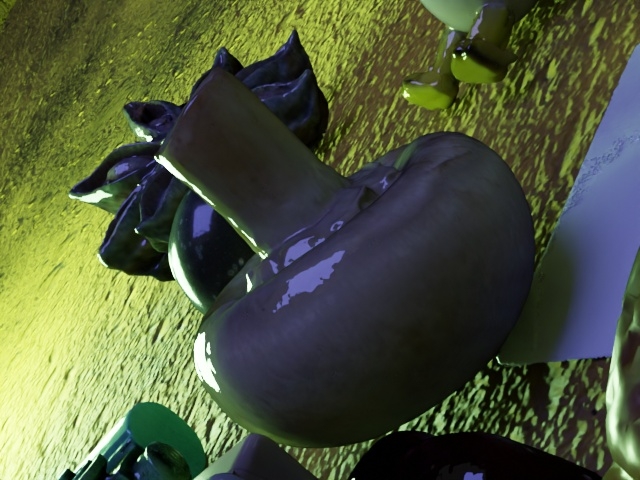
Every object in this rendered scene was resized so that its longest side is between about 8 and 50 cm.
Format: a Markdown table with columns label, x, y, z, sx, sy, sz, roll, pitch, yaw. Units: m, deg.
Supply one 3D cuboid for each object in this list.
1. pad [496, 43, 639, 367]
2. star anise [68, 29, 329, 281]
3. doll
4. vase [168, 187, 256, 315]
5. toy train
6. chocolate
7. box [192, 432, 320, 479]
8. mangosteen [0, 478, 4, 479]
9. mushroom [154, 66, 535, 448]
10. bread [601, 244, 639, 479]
| label | x | y | z | sx | sy | sz | roll | pitch | yaw |
| --- | --- | --- | --- | --- | --- | --- | --- | --- | --- |
| pad | 0.180 | -0.035 | 0.841 | 0.156 | 0.004 | 0.232 | -14 | 44 | 60 |
| star anise | -0.089 | -0.060 | 1.309 | 0.236 | 0.109 | 0.223 | -33 | 33 | 8 |
| doll | 0.153 | -0.264 | 1.120 | 0.365 | 0.094 | 0.160 | -61 | 14 | -19 |
| vase | -0.018 | -0.002 | 1.076 | 0.183 | 0.120 | 0.120 | -11 | 46 | 42 |
| toy train | -0.170 | 0.216 | 1.098 | 0.248 | 0.101 | 0.159 | -47 | 7 | 19 |
| chocolate | 0.051 | 0.140 | 0.746 | 0.125 | 0.080 | 0.149 | -60 | 23 | -16 |
| box | -0.025 | 0.164 | 0.825 | 0.089 | 0.122 | 0.062 | -42 | 12 | 30 |
| mangosteen | -0.223 | 0.265 | 0.883 | 0.288 | 0.288 | 0.288 | -44 | 23 | 25 |
| mushroom | 0.000 | 0.000 | 0.860 | 0.207 | 0.215 | 0.207 | -41 | 11 | 10 |
| bread | 0.190 | 0.102 | 0.382 | 0.337 | 0.148 | 0.328 | -150 | 72 | -70 |
